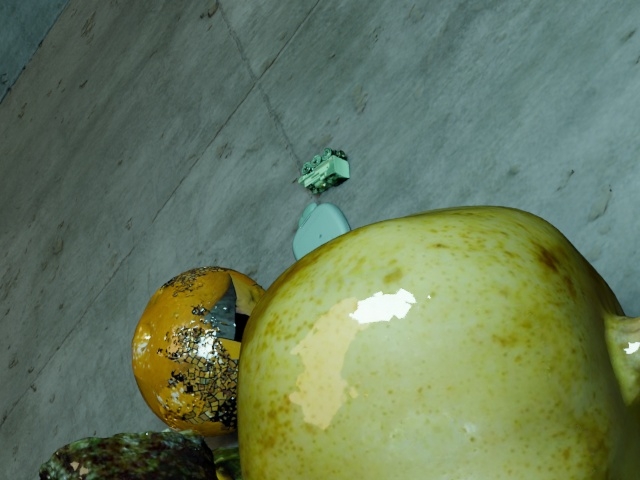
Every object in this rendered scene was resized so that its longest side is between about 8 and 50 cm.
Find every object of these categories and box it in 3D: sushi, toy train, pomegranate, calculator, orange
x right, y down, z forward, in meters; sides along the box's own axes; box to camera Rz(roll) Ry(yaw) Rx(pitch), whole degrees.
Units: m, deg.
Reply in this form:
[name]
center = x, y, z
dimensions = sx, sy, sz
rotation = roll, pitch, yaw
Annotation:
[sushi]
center = -0.185, 0.319, 1.190
dimensions = 0.182, 0.196, 0.343
rotation = 59, 137, 32
[toy train]
center = 0.004, -0.094, 1.724
dimensions = 0.083, 0.033, 0.053
rotation = -33, 47, 38
[pomegranate]
center = 0.123, 0.160, 1.062
dimensions = 0.416, 0.416, 0.416
rotation = -33, 44, 38
[calculator]
center = 0.000, 0.000, 1.675
dimensions = 0.095, 0.021, 0.153
rotation = -52, 38, 17
[orange]
center = -0.156, 0.149, 1.658
dimensions = 0.234, 0.182, 0.234
rotation = -25, 60, 53

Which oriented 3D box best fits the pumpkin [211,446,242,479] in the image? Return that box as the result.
[pumpkin]
center = -0.048, 0.359, 1.309
dimensions = 0.256, 0.225, 0.303
rotation = -56, 36, 26
